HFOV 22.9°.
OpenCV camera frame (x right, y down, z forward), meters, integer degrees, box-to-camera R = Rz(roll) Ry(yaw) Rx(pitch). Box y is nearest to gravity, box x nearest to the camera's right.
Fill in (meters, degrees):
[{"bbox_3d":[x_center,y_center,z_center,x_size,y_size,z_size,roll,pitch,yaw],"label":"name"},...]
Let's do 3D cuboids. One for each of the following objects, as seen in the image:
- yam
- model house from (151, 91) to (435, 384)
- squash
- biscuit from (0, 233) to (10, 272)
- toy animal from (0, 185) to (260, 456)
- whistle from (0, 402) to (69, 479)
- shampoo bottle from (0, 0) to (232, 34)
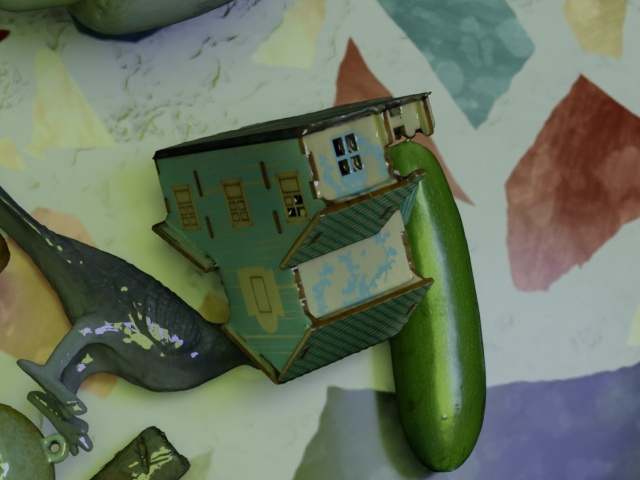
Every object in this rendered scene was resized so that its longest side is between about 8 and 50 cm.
[{"bbox_3d":[-0.170,0.212,1.315,0.132,0.054,0.054,-41,86,-14],"label":"yam"},{"bbox_3d":[0.000,0.000,1.299,0.178,0.271,0.206,-18,98,-38],"label":"model house"},{"bbox_3d":[0.097,0.056,1.377,0.082,0.082,0.292,-4,77,-10],"label":"squash"},{"bbox_3d":[-0.385,0.061,1.221,0.301,0.197,0.049,-44,128,-34],"label":"biscuit"},{"bbox_3d":[-0.182,0.074,1.323,0.367,0.081,0.206,26,53,-4],"label":"toy animal"},{"bbox_3d":[-0.303,0.206,1.281,0.223,0.123,0.123,-23,81,7],"label":"whistle"},{"bbox_3d":[-0.155,-0.335,1.304,0.317,0.322,0.322,-10,79,-20],"label":"shampoo bottle"}]
